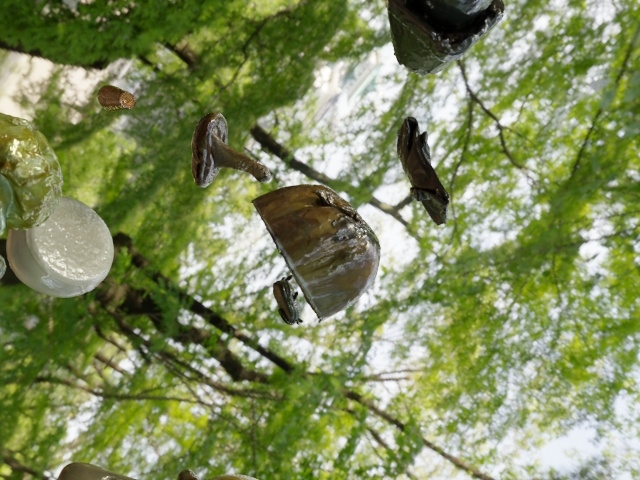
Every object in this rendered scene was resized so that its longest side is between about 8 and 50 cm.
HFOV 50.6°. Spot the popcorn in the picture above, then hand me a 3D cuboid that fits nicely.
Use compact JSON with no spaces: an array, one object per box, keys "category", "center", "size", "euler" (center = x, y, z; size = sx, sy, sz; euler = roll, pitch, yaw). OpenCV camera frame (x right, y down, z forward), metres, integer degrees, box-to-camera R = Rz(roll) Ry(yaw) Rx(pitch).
[{"category":"popcorn","center":[-0.557,-0.120,1.187],"size":[0.204,0.221,0.184],"euler":[-13,-152,29]}]

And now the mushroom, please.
[{"category":"mushroom","center":[-0.231,-0.226,1.813],"size":[0.227,0.217,0.148],"euler":[98,13,-49]}]

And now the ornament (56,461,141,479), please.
[{"category":"ornament","center":[-0.499,0.517,1.358],"size":[0.230,0.244,0.061],"euler":[-55,-162,38]}]

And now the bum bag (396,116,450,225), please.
[{"category":"bum bag","center":[0.221,-0.146,1.480],"size":[0.123,0.060,0.248],"euler":[101,-23,-59]}]

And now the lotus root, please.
[{"category":"lotus root","center":[0.000,0.000,1.279],"size":[0.192,0.272,0.272],"euler":[-30,-163,4]}]

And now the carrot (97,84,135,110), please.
[{"category":"carrot","center":[-0.424,-0.296,1.415],"size":[0.055,0.055,0.161],"euler":[-56,-145,-9]}]

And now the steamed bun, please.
[{"category":"steamed bun","center":[-0.710,0.025,1.818],"size":[0.177,0.283,0.283],"euler":[-27,-153,33]}]

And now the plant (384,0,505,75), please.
[{"category":"plant","center":[0.189,-0.361,1.058],"size":[0.142,0.164,0.256],"euler":[-40,170,-19]}]

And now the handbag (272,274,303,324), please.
[{"category":"handbag","center":[-0.072,0.136,1.493],"size":[0.047,0.111,0.072],"euler":[-18,-179,-32]}]

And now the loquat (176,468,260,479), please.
[{"category":"loquat","center":[-0.252,0.732,1.706],"size":[0.328,0.359,0.328],"euler":[-37,159,-16]}]

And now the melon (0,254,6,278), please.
[{"category":"melon","center":[-0.680,0.055,1.284],"size":[0.162,0.099,0.099],"euler":[-8,-159,0]}]
